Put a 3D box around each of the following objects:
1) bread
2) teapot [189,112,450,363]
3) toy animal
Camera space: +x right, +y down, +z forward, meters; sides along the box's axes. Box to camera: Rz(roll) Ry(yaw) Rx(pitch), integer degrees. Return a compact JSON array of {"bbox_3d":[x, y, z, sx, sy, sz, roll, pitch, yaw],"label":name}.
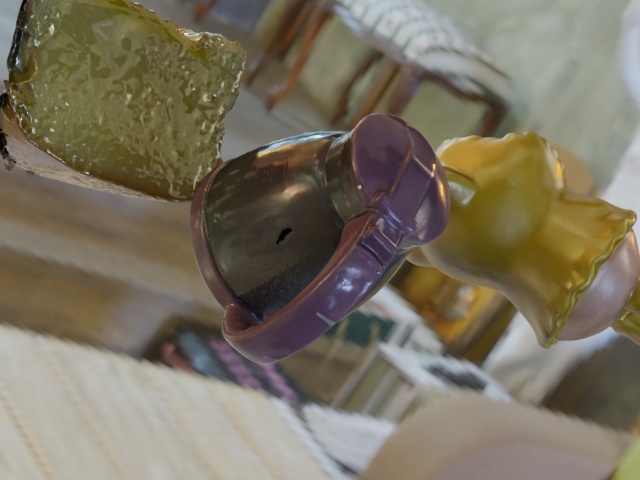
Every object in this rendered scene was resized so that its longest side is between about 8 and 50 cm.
[{"bbox_3d":[-0.163,-0.107,1.094,0.169,0.140,0.160,7,-14,40],"label":"bread"},{"bbox_3d":[-0.004,-0.009,0.962,0.148,0.146,0.116,-28,90,-51],"label":"teapot"},{"bbox_3d":[0.177,0.008,1.376,0.230,0.156,0.156,27,14,8],"label":"toy animal"}]
